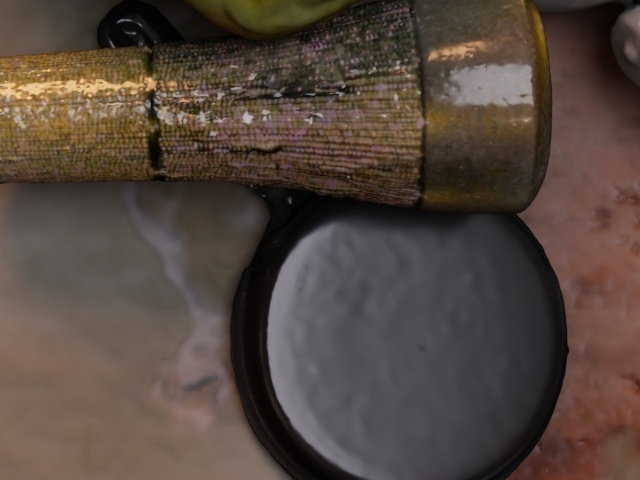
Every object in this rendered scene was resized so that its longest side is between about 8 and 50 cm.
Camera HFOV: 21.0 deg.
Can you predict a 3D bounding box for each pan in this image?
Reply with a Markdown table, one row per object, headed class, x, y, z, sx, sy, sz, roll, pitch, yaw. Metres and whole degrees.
| class | x | y | z | sx | sy | sz | roll | pitch | yaw |
| --- | --- | --- | --- | --- | --- | --- | --- | --- | --- |
| pan | 0.000 | 0.000 | 0.650 | 0.136 | 0.028 | 0.235 | -43 | 94 | -15 |

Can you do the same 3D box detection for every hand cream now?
| class | x | y | z | sx | sy | sz | roll | pitch | yaw |
| --- | --- | --- | --- | --- | --- | --- | --- | --- | --- |
| hand cream | -0.023 | -0.044 | 0.609 | 0.203 | 0.084 | 0.084 | -4 | 84 | -2 |

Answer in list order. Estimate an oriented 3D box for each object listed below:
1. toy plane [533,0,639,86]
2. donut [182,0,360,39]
| class | x | y | z | sx | sy | sz | roll | pitch | yaw |
| --- | --- | --- | --- | --- | --- | --- | --- | --- | --- |
| toy plane | 0.148 | -0.166 | 0.662 | 0.252 | 0.118 | 0.252 | 1 | 83 | -10 |
| donut | -0.035 | -0.205 | 0.582 | 0.261 | 0.128 | 0.208 | 40 | 78 | 21 |
